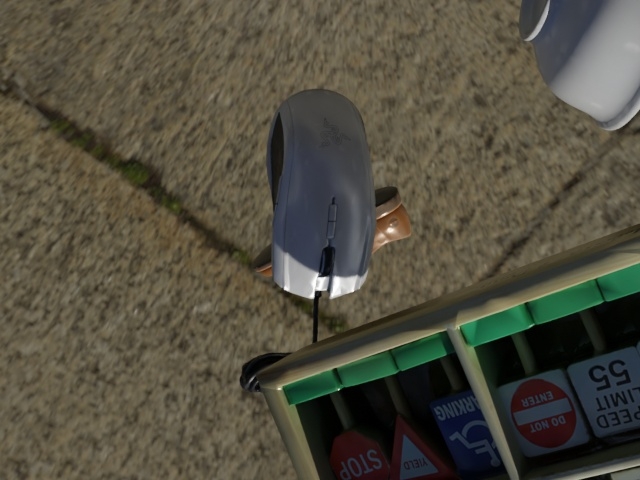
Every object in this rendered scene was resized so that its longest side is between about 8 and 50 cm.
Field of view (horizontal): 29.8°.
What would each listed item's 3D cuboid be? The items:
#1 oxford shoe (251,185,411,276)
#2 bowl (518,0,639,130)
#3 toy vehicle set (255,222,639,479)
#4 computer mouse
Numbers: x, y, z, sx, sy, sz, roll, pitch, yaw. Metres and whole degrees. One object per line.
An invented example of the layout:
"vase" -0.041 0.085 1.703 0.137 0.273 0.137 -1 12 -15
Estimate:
"oxford shoe" 0.014 0.009 1.510 0.212 0.076 0.076 -21 114 16
"bowl" 0.320 -0.288 1.416 0.134 0.298 0.298 13 109 -5
"toy vehicle set" 0.113 0.080 0.393 0.266 0.035 0.166 -24 90 37
"computer mouse" 0.000 0.000 0.756 0.106 0.042 0.193 -2 92 -15
